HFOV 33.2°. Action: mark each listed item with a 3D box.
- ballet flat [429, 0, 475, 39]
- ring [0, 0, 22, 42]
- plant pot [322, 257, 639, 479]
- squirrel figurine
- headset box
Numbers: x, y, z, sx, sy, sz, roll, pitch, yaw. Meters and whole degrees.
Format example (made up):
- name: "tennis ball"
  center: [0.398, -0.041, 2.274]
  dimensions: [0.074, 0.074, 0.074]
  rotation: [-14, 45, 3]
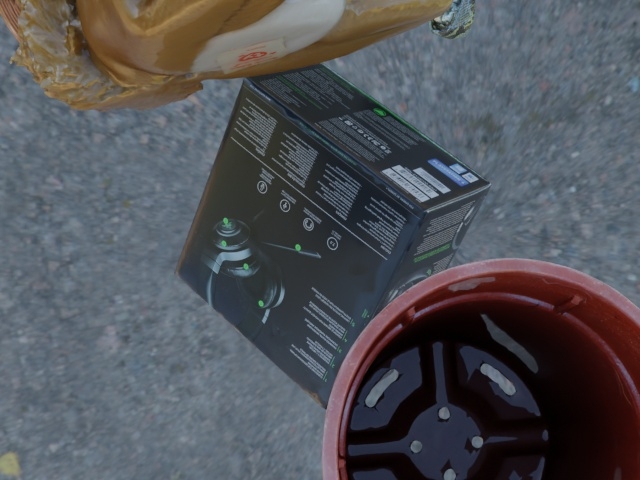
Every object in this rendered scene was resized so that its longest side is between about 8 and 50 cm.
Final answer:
- name: "ballet flat"
  center: [0.165, -0.341, 1.326]
  dimensions: [0.070, 0.070, 0.188]
  rotation: [3, 110, 7]
- name: "ring"
  center: [-0.330, -0.388, 1.585]
  dimensions: [0.032, 0.337, 0.336]
  rotation: [-15, 88, 48]
- name: "plant pot"
  center: [0.126, 0.168, 0.865]
  dimensions: [0.273, 0.265, 0.272]
  rotation: [1, 80, -4]
- name: "squirrel figurine"
  center: [-0.127, -0.313, 0.862]
  dimensions: [0.397, 0.281, 0.370]
  rotation: [-18, 86, 38]
- name: "headset box"
  center: [0.000, 0.000, 1.130]
  dimensions: [0.246, 0.131, 0.283]
  rotation: [38, 124, 24]
